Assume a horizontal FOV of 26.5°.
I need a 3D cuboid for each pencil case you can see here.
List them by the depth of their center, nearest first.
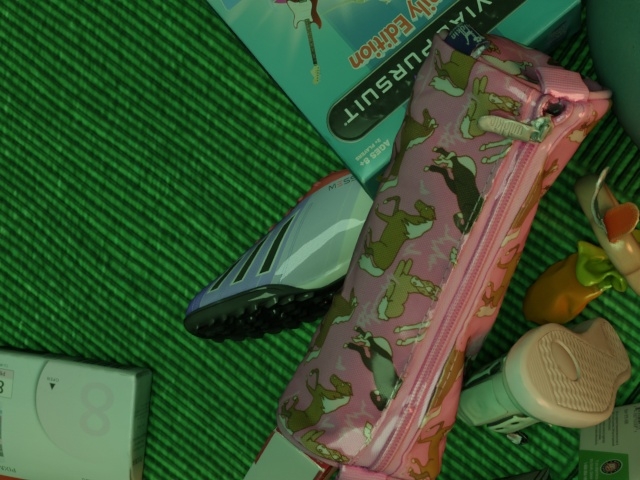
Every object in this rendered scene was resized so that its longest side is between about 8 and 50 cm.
[{"bbox_3d":[0.097,0.018,1.138,0.160,0.167,0.386,29,103,25],"label":"pencil case"}]

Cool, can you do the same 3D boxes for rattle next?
[{"bbox_3d":[0.224,0.010,1.205,0.142,0.199,0.130,-15,88,17],"label":"rattle"}]

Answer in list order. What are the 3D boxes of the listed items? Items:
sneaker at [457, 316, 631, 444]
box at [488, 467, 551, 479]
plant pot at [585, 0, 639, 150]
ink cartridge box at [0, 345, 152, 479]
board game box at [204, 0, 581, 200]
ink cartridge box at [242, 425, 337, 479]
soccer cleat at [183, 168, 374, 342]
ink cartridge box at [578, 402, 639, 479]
[{"bbox_3d":[0.177,0.140,1.200,0.151,0.256,0.094,-30,79,23],"label":"sneaker"},{"bbox_3d":[0.172,0.378,1.294,0.169,0.087,0.290,-17,88,17],"label":"box"},{"bbox_3d":[0.340,-0.191,1.150,0.290,0.290,0.195,-60,40,11],"label":"plant pot"},{"bbox_3d":[-0.281,0.238,1.445,0.189,0.066,0.232,7,90,16],"label":"ink cartridge box"},{"bbox_3d":[0.037,-0.247,1.270,0.254,0.079,0.336,-40,75,0],"label":"board game box"},{"bbox_3d":[0.001,0.183,1.290,0.063,0.150,0.109,37,135,10],"label":"ink cartridge box"},{"bbox_3d":[0.000,0.000,1.334,0.318,0.108,0.116,-27,68,16],"label":"soccer cleat"},{"bbox_3d":[0.339,0.202,1.196,0.208,0.153,0.087,-13,107,17],"label":"ink cartridge box"}]
